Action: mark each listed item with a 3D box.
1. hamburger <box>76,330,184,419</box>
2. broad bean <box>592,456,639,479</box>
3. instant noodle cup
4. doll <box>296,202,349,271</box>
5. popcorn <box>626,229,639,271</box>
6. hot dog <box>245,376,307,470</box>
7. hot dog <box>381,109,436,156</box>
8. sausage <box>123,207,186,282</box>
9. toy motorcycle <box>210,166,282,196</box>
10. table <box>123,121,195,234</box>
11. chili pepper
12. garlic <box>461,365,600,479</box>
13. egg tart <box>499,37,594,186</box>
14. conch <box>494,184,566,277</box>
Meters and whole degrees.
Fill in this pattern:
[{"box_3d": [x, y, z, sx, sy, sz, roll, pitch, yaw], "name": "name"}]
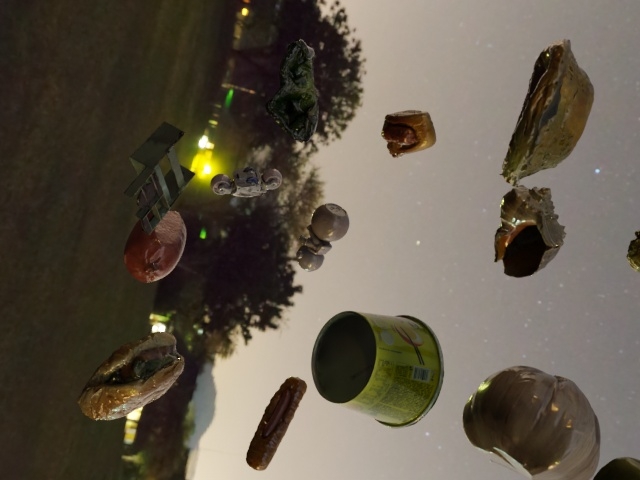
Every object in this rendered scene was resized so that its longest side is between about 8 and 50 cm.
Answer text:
[{"box_3d": [-0.537, 0.390, 1.733, 0.162, 0.330, 0.209, 55, -38, 12], "name": "hamburger"}, {"box_3d": [0.530, 0.460, 1.017, 0.124, 0.082, 0.174, 18, -78, 48], "name": "broad bean"}, {"box_3d": [0.131, 0.315, 1.520, 0.311, 0.221, 0.311, -25, -126, 40], "name": "instant noodle cup"}, {"box_3d": [0.000, 0.000, 2.190, 0.287, 0.151, 0.151, -61, -163, 27], "name": "doll"}, {"box_3d": [0.887, 0.049, 1.502, 0.168, 0.195, 0.173, -32, -146, 28], "name": "popcorn"}, {"box_3d": [-0.099, 0.391, 1.279, 0.216, 0.066, 0.047, -59, 155, -23], "name": "hot dog"}, {"box_3d": [0.287, -0.368, 2.008, 0.257, 0.153, 0.150, -113, -174, -74], "name": "hot dog"}, {"box_3d": [-0.416, 0.005, 1.493, 0.254, 0.148, 0.148, -93, -160, -54], "name": "sausage"}, {"box_3d": [-0.261, -0.197, 2.081, 0.112, 0.254, 0.112, 172, -90, -76], "name": "toy motorcycle"}, {"box_3d": [-0.330, -0.122, 1.175, 0.175, 0.062, 0.146, -56, 166, -25], "name": "table"}, {"box_3d": [-0.071, -0.398, 1.599, 0.148, 0.116, 0.265, -29, 119, -69], "name": "chili pepper"}, {"box_3d": [0.503, 0.426, 1.398, 0.259, 0.317, 0.317, -45, 180, -20], "name": "garlic"}, {"box_3d": [0.659, -0.348, 1.693, 0.443, 0.178, 0.443, 19, 90, -77], "name": "egg tart"}, {"box_3d": [0.748, -0.026, 2.068, 0.297, 0.210, 0.352, -107, -169, -45], "name": "conch"}]
